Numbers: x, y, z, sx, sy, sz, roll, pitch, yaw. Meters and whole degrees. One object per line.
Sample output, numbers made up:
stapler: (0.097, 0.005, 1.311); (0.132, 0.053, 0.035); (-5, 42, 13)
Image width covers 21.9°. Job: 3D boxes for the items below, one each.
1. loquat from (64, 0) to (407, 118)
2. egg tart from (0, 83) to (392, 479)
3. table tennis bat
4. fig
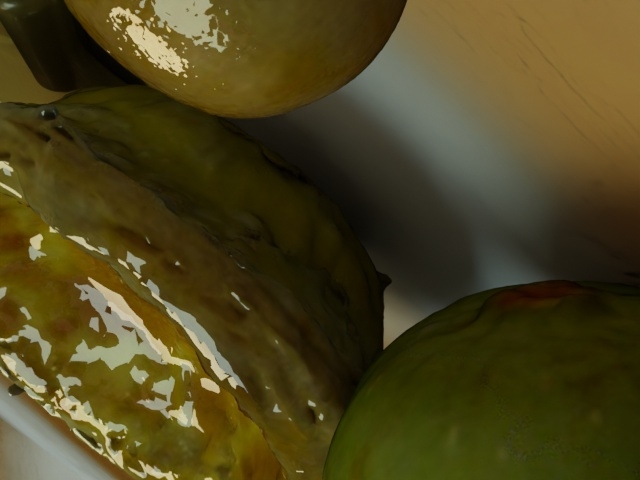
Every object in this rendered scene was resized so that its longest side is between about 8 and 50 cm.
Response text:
loquat: (-0.036, -0.121, 0.651); (0.163, 0.137, 0.163); (22, 169, 4)
egg tart: (-0.090, 0.033, 1.011); (0.388, 0.169, 0.388); (32, 157, 16)
table tennis bat: (-0.169, -0.106, 1.102); (0.198, 0.050, 0.321); (30, 165, 12)
fig: (0.139, 0.174, 0.810); (0.258, 0.258, 0.326); (12, 127, 54)
